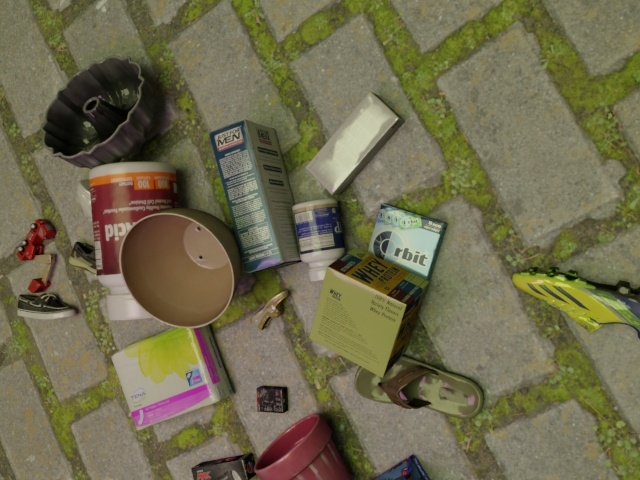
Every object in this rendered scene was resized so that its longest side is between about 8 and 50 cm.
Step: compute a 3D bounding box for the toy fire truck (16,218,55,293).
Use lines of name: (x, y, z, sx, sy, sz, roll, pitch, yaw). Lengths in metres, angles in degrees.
toy fire truck: (-0.838, 0.047, 2.024, 0.135, 0.047, 0.192, 40, 106, 17)

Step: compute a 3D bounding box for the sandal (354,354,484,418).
sandal: (0.218, 0.334, 1.547, 0.302, 0.086, 0.120, 6, 94, 23)

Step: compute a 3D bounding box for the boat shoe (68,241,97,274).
boat shoe: (-0.622, 0.052, 1.912, 0.223, 0.080, 0.073, 12, 102, 27)

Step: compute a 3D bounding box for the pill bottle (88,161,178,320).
pill bottle: (-0.474, 0.002, 1.766, 0.224, 0.224, 0.392, -5, 90, 24)

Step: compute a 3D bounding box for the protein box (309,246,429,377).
protein box: (0.108, 0.158, 1.534, 0.199, 0.136, 0.201, 25, 120, 21)

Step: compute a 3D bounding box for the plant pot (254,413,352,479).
plant pot: (-0.026, 0.548, 1.617, 0.201, 0.201, 0.180, -38, 93, 20)

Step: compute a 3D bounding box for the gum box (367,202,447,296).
gum box: (0.192, 0.024, 1.573, 0.157, 0.041, 0.184, 20, 99, 22)

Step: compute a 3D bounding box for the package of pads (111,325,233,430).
package of pads: (-0.403, 0.355, 1.814, 0.296, 0.101, 0.229, -25, 82, 22)

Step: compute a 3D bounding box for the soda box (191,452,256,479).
soda box: (-0.254, 0.608, 1.783, 0.168, 0.053, 0.060, -17, 85, 24)

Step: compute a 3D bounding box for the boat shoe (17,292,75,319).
boat shoe: (-0.816, 0.193, 2.003, 0.219, 0.077, 0.070, 1, 93, 25)

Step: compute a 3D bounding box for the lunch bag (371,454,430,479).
lunch bag: (0.205, 0.689, 1.555, 0.221, 0.138, 0.293, -38, 86, 18)

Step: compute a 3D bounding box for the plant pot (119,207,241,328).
plant pot: (-0.305, 0.040, 1.616, 0.284, 0.191, 0.284, 5, 112, 13)

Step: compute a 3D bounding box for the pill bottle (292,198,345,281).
pill bottle: (0.000, 0.000, 1.618, 0.112, 0.112, 0.187, -10, 88, 24)

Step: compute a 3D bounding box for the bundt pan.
bundt pan: (-0.572, -0.325, 1.806, 0.330, 0.124, 0.331, -12, 57, 20)

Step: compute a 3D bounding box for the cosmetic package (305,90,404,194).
cosmetic package: (0.081, -0.227, 1.602, 0.099, 0.060, 0.239, 47, 108, 13)

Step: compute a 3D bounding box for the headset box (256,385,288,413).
headset box: (-0.127, 0.406, 1.731, 0.083, 0.032, 0.062, -3, 90, 25)

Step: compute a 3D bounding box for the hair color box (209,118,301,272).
hair color box: (-0.145, -0.104, 1.642, 0.105, 0.174, 0.347, -16, 85, 19)

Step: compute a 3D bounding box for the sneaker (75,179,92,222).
sneaker: (-0.623, -0.075, 1.920, 0.212, 0.080, 0.094, 45, 120, 23)

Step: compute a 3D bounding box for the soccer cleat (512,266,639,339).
soccer cleat: (0.536, 0.129, 1.399, 0.289, 0.093, 0.121, 13, 104, 23)

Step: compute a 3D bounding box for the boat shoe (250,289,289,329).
boat shoe: (-0.119, 0.176, 1.714, 0.045, 0.050, 0.135, 50, 119, 11)
